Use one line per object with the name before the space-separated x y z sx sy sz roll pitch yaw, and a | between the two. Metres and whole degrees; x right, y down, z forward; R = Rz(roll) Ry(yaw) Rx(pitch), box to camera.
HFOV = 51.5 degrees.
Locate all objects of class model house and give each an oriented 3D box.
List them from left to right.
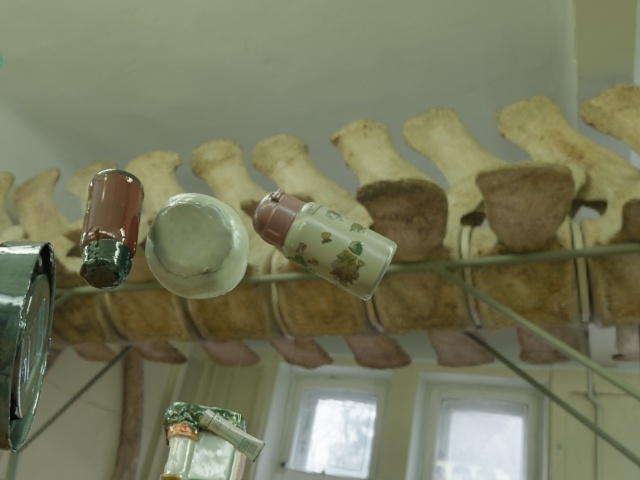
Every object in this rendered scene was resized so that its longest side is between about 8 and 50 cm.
model house | -0.278 0.550 1.480 0.190 0.301 0.271 7 -39 0

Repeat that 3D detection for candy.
candy | -0.318 0.018 1.734 0.295 0.295 0.185 2 -8 17

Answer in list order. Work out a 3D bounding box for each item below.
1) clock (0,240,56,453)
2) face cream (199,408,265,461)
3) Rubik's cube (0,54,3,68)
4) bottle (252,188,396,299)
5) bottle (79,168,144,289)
clock | -0.463 0.156 1.004 0.066 0.319 0.319 7 -26 -15
face cream | -0.147 0.321 1.096 0.115 0.038 0.020 32 -2 6
Rubik's cube | -0.826 -0.367 1.370 0.254 0.254 0.254 9 -28 5
bottle | 0.000 0.000 1.179 0.253 0.120 0.120 27 -28 5
bottle | -0.527 -0.024 1.659 0.144 0.336 0.144 -4 -45 -4
